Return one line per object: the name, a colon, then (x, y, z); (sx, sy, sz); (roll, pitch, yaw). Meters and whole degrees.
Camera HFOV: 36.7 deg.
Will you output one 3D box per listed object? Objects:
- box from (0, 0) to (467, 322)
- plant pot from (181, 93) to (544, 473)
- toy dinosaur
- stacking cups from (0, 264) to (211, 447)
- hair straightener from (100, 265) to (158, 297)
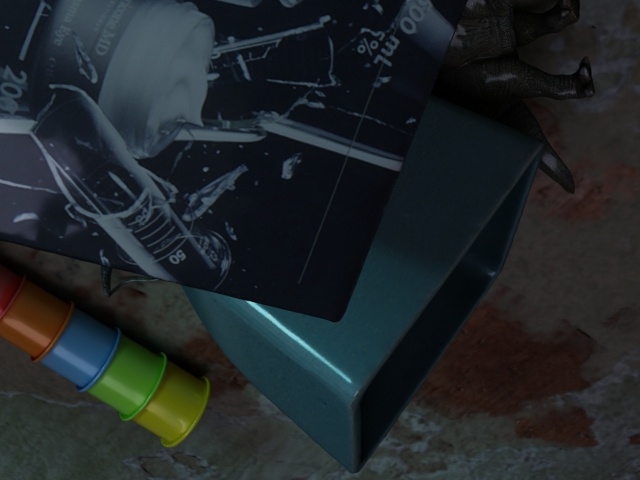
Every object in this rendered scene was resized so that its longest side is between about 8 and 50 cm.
box: (-0.092, -0.176, 0.470); (0.312, 0.179, 0.343); (15, 104, -23)
plant pot: (0.000, 0.000, 0.810); (0.252, 0.247, 0.248); (34, 160, 16)
toy dinosaur: (0.121, -0.163, 0.775); (0.160, 0.121, 0.313); (-12, 136, 34)
stacking cups: (-0.271, 0.115, 1.090); (0.316, 0.096, 0.096); (39, 126, -23)
hair straightener: (-0.162, -0.002, 0.987); (0.089, 0.047, 0.230); (28, 131, -17)
